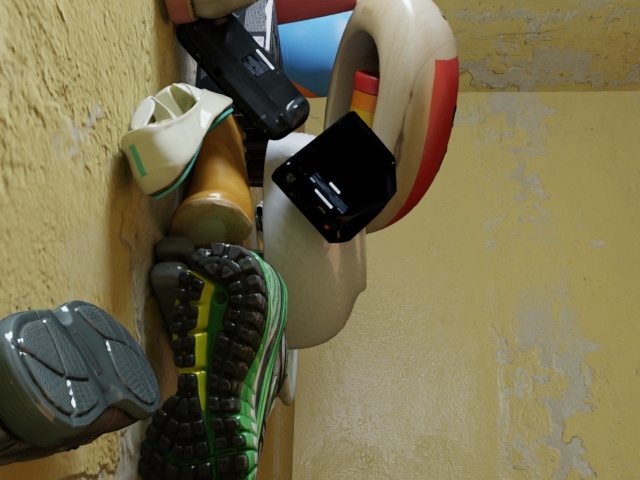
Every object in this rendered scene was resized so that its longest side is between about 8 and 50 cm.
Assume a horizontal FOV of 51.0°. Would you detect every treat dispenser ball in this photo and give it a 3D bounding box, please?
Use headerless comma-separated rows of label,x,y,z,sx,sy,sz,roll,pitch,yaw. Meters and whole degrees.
treat dispenser ball,-0.015,-0.487,1.615,0.288,0.289,0.287,0,90,-88

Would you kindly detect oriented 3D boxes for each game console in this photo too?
game console,-0.039,-0.172,0.915,0.044,0.361,0.213,-38,-175,39

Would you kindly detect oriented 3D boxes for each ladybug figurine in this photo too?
ladybug figurine,0.122,-0.212,1.172,0.305,0.162,0.448,-126,-139,-54

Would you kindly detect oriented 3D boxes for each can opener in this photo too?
can opener,-0.140,0.106,0.857,0.283,0.095,0.075,88,2,-50

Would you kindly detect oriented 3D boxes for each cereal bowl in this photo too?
cereal bowl,0.000,0.000,1.051,0.339,0.141,0.338,-1,90,-88

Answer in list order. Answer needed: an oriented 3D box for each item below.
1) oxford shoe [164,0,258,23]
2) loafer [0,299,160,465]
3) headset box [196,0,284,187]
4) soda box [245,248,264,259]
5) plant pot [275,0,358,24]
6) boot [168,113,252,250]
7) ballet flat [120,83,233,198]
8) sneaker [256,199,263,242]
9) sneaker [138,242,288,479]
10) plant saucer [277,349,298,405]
oxford shoe,-0.120,-0.395,0.908,0.123,0.130,0.348,87,4,-48
loafer,-0.176,0.095,0.435,0.096,0.084,0.267,59,-6,8
headset box,-0.122,-0.235,1.133,0.293,0.110,0.217,84,7,-69
soda box,-0.142,0.082,1.376,0.169,0.053,0.060,-85,174,-62
plant pot,-0.055,-0.503,1.173,0.275,0.244,0.274,-1,90,-88
boot,-0.146,-0.094,0.896,0.295,0.104,0.211,100,-15,-78
ballet flat,-0.156,-0.131,0.736,0.248,0.086,0.086,-82,172,-63
sneaker,-0.144,-0.044,1.655,0.044,0.040,0.109,-40,129,-66
sneaker,-0.093,0.183,0.744,0.146,0.134,0.343,24,76,-64
plant saucer,-0.110,0.184,1.586,0.400,0.101,0.399,1,90,-88
